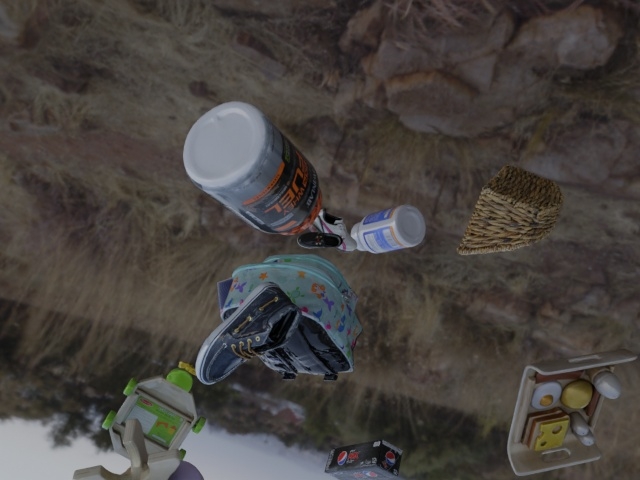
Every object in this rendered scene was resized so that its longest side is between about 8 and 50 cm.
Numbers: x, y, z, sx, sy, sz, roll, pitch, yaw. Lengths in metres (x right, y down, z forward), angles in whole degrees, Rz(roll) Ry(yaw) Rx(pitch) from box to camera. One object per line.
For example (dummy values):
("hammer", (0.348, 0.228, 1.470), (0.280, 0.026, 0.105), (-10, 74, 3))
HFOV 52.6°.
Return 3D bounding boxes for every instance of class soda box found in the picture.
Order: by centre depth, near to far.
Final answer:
("soda box", (0.084, 0.438, 1.279), (0.060, 0.053, 0.169), (33, 143, -22))

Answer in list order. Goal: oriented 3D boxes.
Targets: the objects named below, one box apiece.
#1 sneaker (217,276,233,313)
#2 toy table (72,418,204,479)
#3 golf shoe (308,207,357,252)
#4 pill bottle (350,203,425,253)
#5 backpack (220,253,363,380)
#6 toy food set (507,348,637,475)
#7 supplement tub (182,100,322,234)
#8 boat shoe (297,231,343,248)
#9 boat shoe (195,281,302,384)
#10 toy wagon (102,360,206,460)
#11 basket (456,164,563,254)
("sneaker", (-0.121, 0.185, 1.789), (0.315, 0.128, 0.182), (-5, 144, -4))
("toy table", (-0.425, 0.563, 1.498), (0.252, 0.274, 0.161), (-116, 6, -52))
("golf shoe", (0.050, -0.028, 1.986), (0.186, 0.068, 0.086), (33, 127, -26))
("pill bottle", (0.236, -0.034, 2.345), (0.152, 0.152, 0.272), (31, 155, -27))
("backpack", (-0.052, 0.131, 1.198), (0.225, 0.191, 0.253), (-3, 149, 28))
("toy food set", (0.531, 0.368, 1.368), (0.219, 0.306, 0.092), (-7, -149, -13))
("supplement tub", (-0.133, -0.142, 1.437), (0.207, 0.207, 0.338), (13, 167, 27))
("boat shoe", (0.000, -0.002, 1.866), (0.132, 0.049, 0.042), (3, 171, -17))
("boat shoe", (-0.107, 0.149, 0.946), (0.065, 0.183, 0.083), (40, 178, -42))
("toy wagon", (-0.490, 0.527, 2.001), (0.267, 0.344, 0.068), (33, 176, -10))
("basket", (0.562, -0.057, 1.870), (0.213, 0.223, 0.299), (26, -151, 19))
